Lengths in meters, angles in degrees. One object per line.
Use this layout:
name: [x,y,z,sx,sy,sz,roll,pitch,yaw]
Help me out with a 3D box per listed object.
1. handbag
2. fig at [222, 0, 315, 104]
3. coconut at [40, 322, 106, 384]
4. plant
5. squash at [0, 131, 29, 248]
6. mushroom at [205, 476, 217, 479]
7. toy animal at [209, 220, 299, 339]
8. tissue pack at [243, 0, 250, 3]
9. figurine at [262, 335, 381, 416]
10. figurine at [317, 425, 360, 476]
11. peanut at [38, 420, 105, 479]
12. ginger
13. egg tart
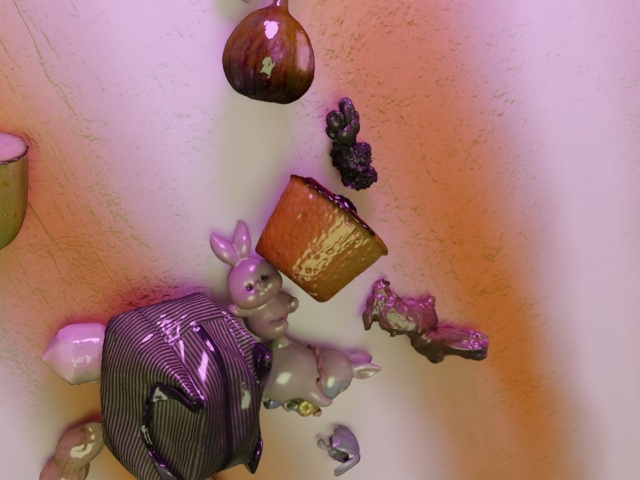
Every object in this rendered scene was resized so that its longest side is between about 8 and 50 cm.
handbag: [-0.231,0.283,1.182,0.247,0.240,0.341,-12,121,-41]
fig: [-0.062,-0.335,1.043,0.149,0.149,0.245,14,97,-19]
coconut: [-0.431,0.203,1.196,0.124,0.110,0.110,-4,115,-20]
plant: [0.051,-0.163,1.172,0.085,0.087,0.174,-40,127,-28]
squash: [-0.514,-0.067,1.050,0.123,0.123,0.187,2,116,-15]
mushroom: [-0.268,0.548,1.381,0.154,0.122,0.154,-2,116,-5]
toy animal: [-0.124,0.076,1.210,0.124,0.124,0.213,-26,121,-2]
tissue pack: [-0.113,-0.419,1.036,0.063,0.035,0.083,33,103,-25]
figurine: [-0.008,0.274,1.323,0.235,0.127,0.155,15,91,-22]
figurine: [0.046,0.447,1.443,0.082,0.086,0.094,-46,159,24]
peanut: [-0.475,0.419,1.296,0.082,0.082,0.187,27,103,-23]
ginger: [0.215,0.177,1.370,0.290,0.084,0.122,28,82,-20]
egg tart: [0.000,0.000,1.139,0.215,0.215,0.171,40,85,-25]
